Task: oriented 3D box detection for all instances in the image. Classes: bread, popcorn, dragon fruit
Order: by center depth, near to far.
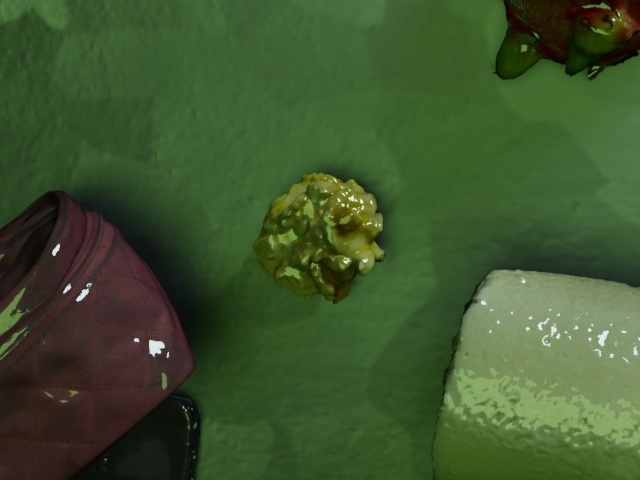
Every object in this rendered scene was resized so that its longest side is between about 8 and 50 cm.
[{"bbox_3d":[0.158,-0.173,0.602,0.138,0.175,0.142,13,72,-1],"label":"dragon fruit"},{"bbox_3d":[0.141,0.087,0.624,0.141,0.148,0.134,9,66,9],"label":"bread"},{"bbox_3d":[0.000,0.000,0.684,0.082,0.057,0.083,-13,100,15],"label":"popcorn"}]

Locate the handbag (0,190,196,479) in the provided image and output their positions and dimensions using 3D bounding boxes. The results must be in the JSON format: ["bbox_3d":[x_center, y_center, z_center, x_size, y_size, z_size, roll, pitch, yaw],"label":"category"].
[{"bbox_3d":[-0.197,0.080,0.667,0.225,0.146,0.135,-40,113,0],"label":"handbag"}]

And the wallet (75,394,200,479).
[{"bbox_3d":[-0.160,0.133,0.760,0.156,0.018,0.082,11,101,10],"label":"wallet"}]
